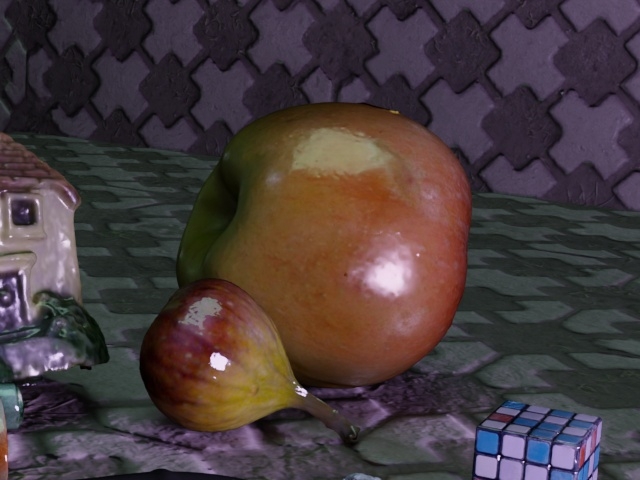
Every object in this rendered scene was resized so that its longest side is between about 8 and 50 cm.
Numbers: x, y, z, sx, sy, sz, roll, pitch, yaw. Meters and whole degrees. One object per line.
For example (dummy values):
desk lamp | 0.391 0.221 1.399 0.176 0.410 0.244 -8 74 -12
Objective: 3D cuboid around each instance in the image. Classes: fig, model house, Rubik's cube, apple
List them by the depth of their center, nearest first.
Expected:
Rubik's cube | 0.188 0.201 1.170 0.092 0.092 0.092 8 11 22
fig | -0.084 0.149 1.359 0.143 0.230 0.160 -39 8 6
model house | -0.393 0.023 1.386 0.321 0.266 0.261 -4 -2 -44
apple | 0.000 0.000 1.534 0.305 0.338 0.338 13 8 -11

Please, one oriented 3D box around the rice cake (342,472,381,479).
rice cake | 0.070 0.228 1.177 0.121 0.021 0.022 12 3 42

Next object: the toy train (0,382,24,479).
toy train | -0.393 0.167 1.141 0.285 0.116 0.177 1 23 -20

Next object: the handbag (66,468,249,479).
handbag | -0.104 0.232 0.835 0.308 0.093 0.254 -1 18 -32
